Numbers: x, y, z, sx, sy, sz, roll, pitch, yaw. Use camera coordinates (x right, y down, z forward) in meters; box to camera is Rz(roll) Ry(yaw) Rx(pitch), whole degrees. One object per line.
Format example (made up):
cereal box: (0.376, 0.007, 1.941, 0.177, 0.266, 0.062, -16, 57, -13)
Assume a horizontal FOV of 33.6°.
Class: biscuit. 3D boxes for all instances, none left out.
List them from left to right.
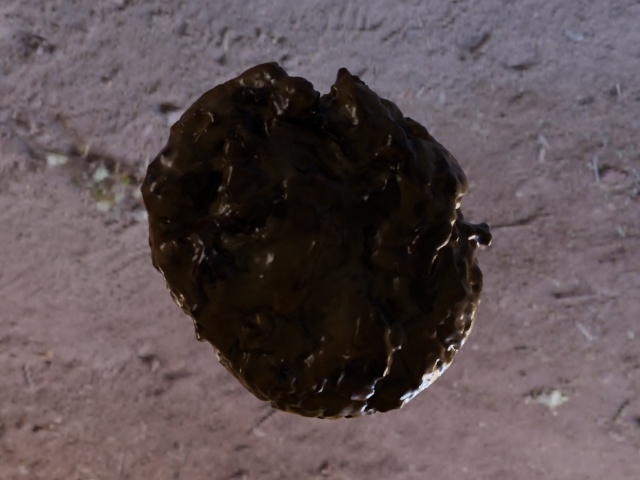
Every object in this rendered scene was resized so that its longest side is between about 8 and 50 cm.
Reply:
biscuit: (0.003, -0.003, 0.952, 0.334, 0.289, 0.081, 46, 172, -6)
